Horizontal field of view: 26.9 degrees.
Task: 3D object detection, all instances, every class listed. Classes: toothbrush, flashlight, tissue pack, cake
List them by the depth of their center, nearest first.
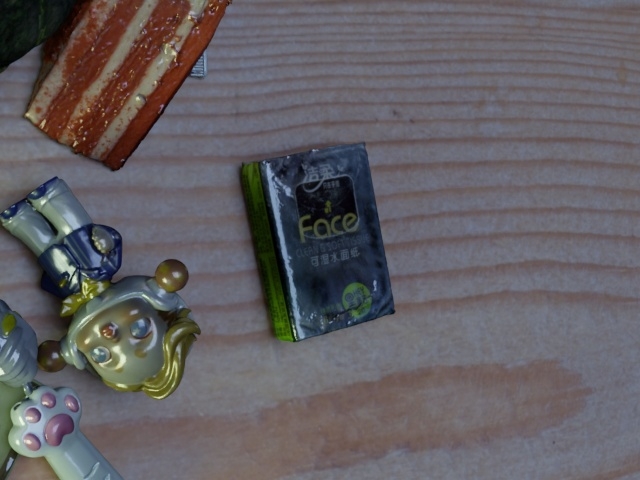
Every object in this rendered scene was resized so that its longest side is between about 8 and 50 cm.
[{"bbox_3d":[-0.276,0.253,1.524,0.093,0.047,0.200,-45,113,-31],"label":"flashlight"},{"bbox_3d":[-0.247,-0.242,1.600,0.158,0.159,0.262,29,105,-29],"label":"cake"},{"bbox_3d":[-0.160,-0.340,1.686,0.025,0.019,0.275,-1,86,-26],"label":"toothbrush"},{"bbox_3d":[0.000,0.000,1.728,0.173,0.073,0.235,-11,92,-36],"label":"tissue pack"}]

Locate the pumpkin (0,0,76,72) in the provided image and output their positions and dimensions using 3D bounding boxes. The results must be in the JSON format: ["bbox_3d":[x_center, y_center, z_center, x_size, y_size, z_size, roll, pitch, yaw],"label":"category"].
[{"bbox_3d":[-0.394,-0.328,1.391,0.323,0.241,0.323,5,78,-25],"label":"pumpkin"}]

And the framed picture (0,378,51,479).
[{"bbox_3d":[-0.425,0.184,1.459,0.231,0.010,0.173,36,67,-26],"label":"framed picture"}]

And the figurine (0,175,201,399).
[{"bbox_3d":[-0.259,0.064,1.526,0.274,0.133,0.194,33,99,-3],"label":"figurine"}]

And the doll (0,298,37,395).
[{"bbox_3d":[-0.366,0.094,1.468,0.079,0.094,0.180,-34,96,7],"label":"doll"}]
